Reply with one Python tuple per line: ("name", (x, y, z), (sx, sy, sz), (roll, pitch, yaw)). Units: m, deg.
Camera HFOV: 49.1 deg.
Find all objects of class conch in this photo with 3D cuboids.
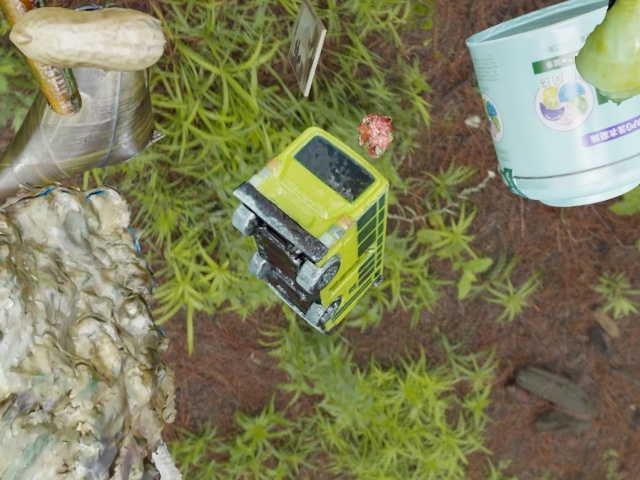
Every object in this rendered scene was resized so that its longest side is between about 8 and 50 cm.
("conch", (0.270, -0.185, 0.606), (0.079, 0.095, 0.201), (7, 144, 5))

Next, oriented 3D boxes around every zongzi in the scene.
("zongzi", (-0.544, -0.264, 1.427), (0.432, 0.208, 0.403), (-31, 162, -24))

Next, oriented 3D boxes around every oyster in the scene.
("oyster", (-0.159, 0.075, 0.425), (0.092, 0.260, 0.198), (-24, 134, 16))

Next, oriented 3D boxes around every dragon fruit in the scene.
("dragon fruit", (0.127, -0.239, 1.624), (0.081, 0.086, 0.116), (-27, 126, -24))

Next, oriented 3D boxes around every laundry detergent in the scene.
("laundry detergent", (0.422, -0.231, 1.179), (0.287, 0.287, 0.305), (-20, 107, -1))

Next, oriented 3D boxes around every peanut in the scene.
("peanut", (-0.327, -0.284, 0.995), (0.213, 0.099, 0.100), (-4, 117, -9))

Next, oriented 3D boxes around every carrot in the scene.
("carrot", (-0.443, -0.316, 1.112), (0.070, 0.070, 0.260), (-12, 135, -5))

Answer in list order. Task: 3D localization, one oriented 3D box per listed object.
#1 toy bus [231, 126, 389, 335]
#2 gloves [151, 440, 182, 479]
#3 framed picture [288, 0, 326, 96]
("toy bus", (0.000, 0.000, 0.827), (0.150, 0.128, 0.262), (-45, 161, -16))
("gloves", (-0.165, 0.243, 0.605), (0.114, 0.153, 0.070), (-18, 152, -24))
("framed picture", (-0.030, -0.392, 1.400), (0.010, 0.201, 0.136), (6, 125, -18))
